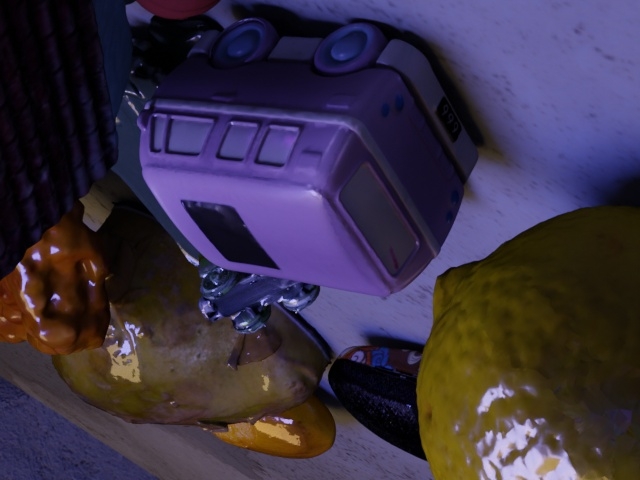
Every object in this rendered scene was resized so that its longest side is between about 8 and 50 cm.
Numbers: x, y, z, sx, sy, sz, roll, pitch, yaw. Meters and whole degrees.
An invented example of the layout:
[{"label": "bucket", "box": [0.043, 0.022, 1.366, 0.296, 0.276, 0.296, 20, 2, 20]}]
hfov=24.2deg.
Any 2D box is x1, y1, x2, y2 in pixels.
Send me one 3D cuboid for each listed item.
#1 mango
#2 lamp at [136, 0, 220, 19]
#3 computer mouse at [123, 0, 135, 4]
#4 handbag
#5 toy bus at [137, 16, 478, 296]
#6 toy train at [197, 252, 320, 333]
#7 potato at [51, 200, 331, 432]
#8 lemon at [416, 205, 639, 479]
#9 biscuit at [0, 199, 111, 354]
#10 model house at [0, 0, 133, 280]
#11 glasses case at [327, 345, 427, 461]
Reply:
[{"label": "mango", "box": [-0.066, 0.198, 1.797, 0.217, 0.102, 0.141, 21, 141, 38]}, {"label": "lamp", "box": [-0.085, -0.183, 0.896, 0.090, 0.101, 0.101, 3, 171, -19]}, {"label": "computer mouse", "box": [-0.251, -0.247, 1.026, 0.288, 0.097, 0.159, 36, 159, -1]}, {"label": "handbag", "box": [-0.098, -0.071, 1.222, 0.260, 0.079, 0.247, 46, 158, -28]}, {"label": "toy bus", "box": [-0.017, -0.056, 0.992, 0.203, 0.142, 0.142, 9, 149, 39]}, {"label": "toy train", "box": [0.000, 0.000, 1.088, 0.060, 0.202, 0.081, 53, -161, -35]}, {"label": "potato", "box": [-0.160, 0.123, 1.630, 0.300, 0.196, 0.246, 35, 163, -4]}, {"label": "lemon", "box": [0.191, 0.105, 0.897, 0.267, 0.267, 0.267, 31, 161, 12]}, {"label": "biscuit", "box": [-0.328, -0.040, 1.493, 0.312, 0.111, 0.318, 5, 119, 57]}, {"label": "model house", "box": [-0.254, -0.095, 0.937, 0.230, 0.248, 0.280, 9, 149, 6]}, {"label": "glasses case", "box": [0.132, 0.167, 1.396, 0.321, 0.082, 0.122, 11, 151, 49]}]
